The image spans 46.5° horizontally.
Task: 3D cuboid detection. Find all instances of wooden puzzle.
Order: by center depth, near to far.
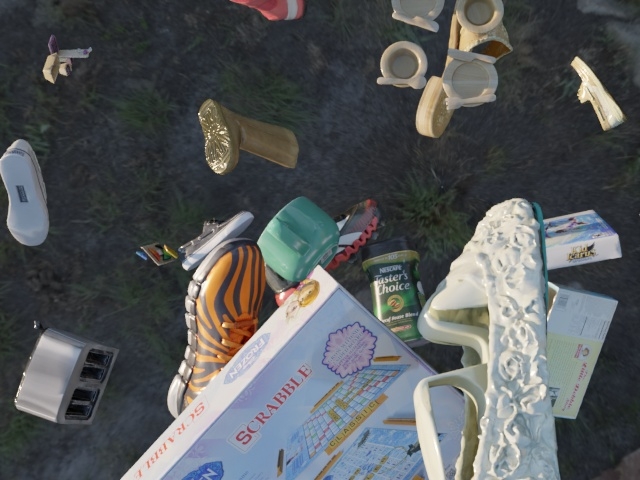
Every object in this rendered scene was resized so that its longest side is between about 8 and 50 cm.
[{"bbox_3d":[-0.412,0.032,1.903,0.078,0.116,0.014,38,114,7],"label":"wooden puzzle"}]

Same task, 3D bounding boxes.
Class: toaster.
[{"bbox_3d":[-0.496,0.263,1.459,0.110,0.185,0.168,14,79,18],"label":"toaster"}]

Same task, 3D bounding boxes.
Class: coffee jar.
[{"bbox_3d":[0.127,0.085,1.238,0.096,0.079,0.184,-16,71,19],"label":"coffee jar"}]

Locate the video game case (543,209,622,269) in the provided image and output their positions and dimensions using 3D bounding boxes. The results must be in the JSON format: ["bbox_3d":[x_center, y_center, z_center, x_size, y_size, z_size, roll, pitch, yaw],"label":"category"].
[{"bbox_3d":[0.574,0.002,1.819,0.244,0.269,0.061,-13,102,11],"label":"video game case"}]

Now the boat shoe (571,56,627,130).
[{"bbox_3d":[0.449,-0.242,1.229,0.045,0.050,0.135,-37,70,26],"label":"boat shoe"}]

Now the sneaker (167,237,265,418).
[{"bbox_3d":[-0.107,0.167,1.036,0.180,0.125,0.321,37,122,43],"label":"sneaker"}]

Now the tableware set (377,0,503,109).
[{"bbox_3d":[0.146,-0.240,0.884,0.141,0.020,0.168,8,87,5],"label":"tableware set"}]

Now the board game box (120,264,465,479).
[{"bbox_3d":[0.004,0.243,0.839,0.318,0.066,0.318,-47,117,-1],"label":"board game box"}]

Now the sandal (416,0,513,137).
[{"bbox_3d":[0.202,-0.237,0.944,0.079,0.088,0.240,19,85,28],"label":"sandal"}]

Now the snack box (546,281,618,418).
[{"bbox_3d":[0.590,0.273,1.829,0.187,0.060,0.322,13,100,-22],"label":"snack box"}]

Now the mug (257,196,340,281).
[{"bbox_3d":[-0.036,0.010,1.232,0.097,0.158,0.129,40,126,13],"label":"mug"}]

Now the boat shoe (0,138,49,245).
[{"bbox_3d":[-0.686,-0.110,1.739,0.096,0.088,0.267,-1,129,-2],"label":"boat shoe"}]

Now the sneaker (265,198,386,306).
[{"bbox_3d":[0.000,0.000,1.391,0.276,0.097,0.135,-41,100,-12],"label":"sneaker"}]

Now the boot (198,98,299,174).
[{"bbox_3d":[-0.161,-0.234,1.875,0.089,0.269,0.236,-38,52,33],"label":"boot"}]

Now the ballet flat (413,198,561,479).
[{"bbox_3d":[0.160,0.121,0.729,0.147,0.147,0.409,-1,57,9],"label":"ballet flat"}]

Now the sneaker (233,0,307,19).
[{"bbox_3d":[-0.081,-0.337,0.901,0.136,0.314,0.116,-4,98,-6],"label":"sneaker"}]

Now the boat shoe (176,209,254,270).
[{"bbox_3d":[-0.272,-0.016,1.881,0.228,0.080,0.076,-38,82,19],"label":"boat shoe"}]

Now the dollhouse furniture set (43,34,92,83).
[{"bbox_3d":[-0.516,-0.355,1.543,0.081,0.091,0.114,0,50,-1],"label":"dollhouse furniture set"}]
